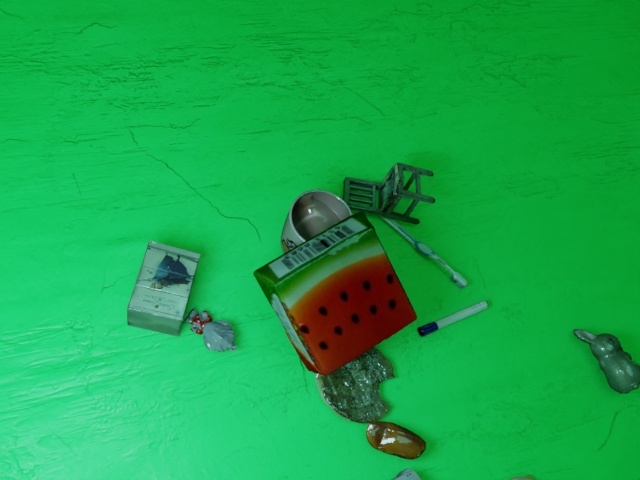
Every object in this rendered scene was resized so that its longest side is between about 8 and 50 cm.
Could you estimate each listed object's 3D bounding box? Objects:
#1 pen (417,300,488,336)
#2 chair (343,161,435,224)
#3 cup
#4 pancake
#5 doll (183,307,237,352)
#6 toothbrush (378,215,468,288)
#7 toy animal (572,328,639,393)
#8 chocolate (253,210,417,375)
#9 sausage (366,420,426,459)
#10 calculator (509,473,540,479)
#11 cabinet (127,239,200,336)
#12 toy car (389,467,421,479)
[{"bbox_3d":[0.424,0.246,1.954,0.269,0.033,0.033,-19,72,-24],"label":"pen"},{"bbox_3d":[0.225,-0.168,2.016,0.271,0.147,0.136,14,53,-11],"label":"chair"},{"bbox_3d":[0.000,0.000,1.848,0.191,0.200,0.253,-38,80,-28],"label":"cup"},{"bbox_3d":[0.100,0.404,1.782,0.254,0.037,0.253,7,63,-13],"label":"pancake"},{"bbox_3d":[-0.303,0.253,1.715,0.180,0.079,0.094,33,75,15],"label":"doll"},{"bbox_3d":[0.335,0.022,2.029,0.386,0.040,0.040,42,61,6],"label":"toothbrush"},{"bbox_3d":[0.940,0.371,1.999,0.125,0.127,0.251,-29,73,-23],"label":"toy animal"},{"bbox_3d":[0.056,0.150,1.678,0.360,0.161,0.341,-30,105,-10],"label":"chocolate"},{"bbox_3d":[0.207,0.559,1.719,0.179,0.089,0.089,22,61,-2],"label":"sausage"},{"bbox_3d":[0.598,0.791,1.751,0.157,0.033,0.236,14,60,-9],"label":"calculator"},{"bbox_3d":[-0.430,0.132,1.688,0.145,0.150,0.206,15,62,-9],"label":"cabinet"},{"bbox_3d":[0.185,0.700,1.638,0.210,0.089,0.108,-19,72,-26],"label":"toy car"}]
